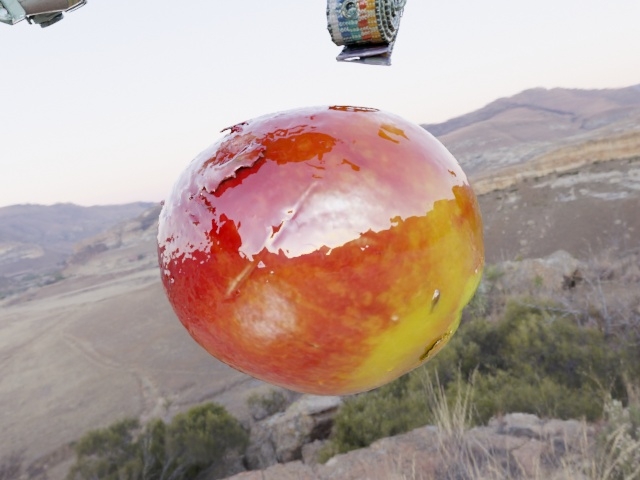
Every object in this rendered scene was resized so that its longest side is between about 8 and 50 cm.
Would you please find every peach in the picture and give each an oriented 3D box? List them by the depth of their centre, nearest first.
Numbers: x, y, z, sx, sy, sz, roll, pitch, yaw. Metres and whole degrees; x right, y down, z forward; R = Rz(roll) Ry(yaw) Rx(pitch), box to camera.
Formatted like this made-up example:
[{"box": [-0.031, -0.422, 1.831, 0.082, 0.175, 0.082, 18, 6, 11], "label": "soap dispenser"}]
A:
[{"box": [0.000, 0.000, 0.601, 0.371, 0.369, 0.370, -12, 7, 1], "label": "peach"}]

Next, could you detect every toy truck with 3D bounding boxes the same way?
[{"box": [-0.361, -0.397, 0.739, 0.257, 0.108, 0.140, -33, 37, -12], "label": "toy truck"}]

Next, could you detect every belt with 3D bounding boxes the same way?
[{"box": [0.119, -0.567, 1.155, 0.161, 0.294, 0.207, 4, -21, 21], "label": "belt"}]

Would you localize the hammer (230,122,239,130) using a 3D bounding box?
[{"box": [-0.155, -0.253, 1.323, 0.021, 0.178, 0.065, -60, -13, 28], "label": "hammer"}]
